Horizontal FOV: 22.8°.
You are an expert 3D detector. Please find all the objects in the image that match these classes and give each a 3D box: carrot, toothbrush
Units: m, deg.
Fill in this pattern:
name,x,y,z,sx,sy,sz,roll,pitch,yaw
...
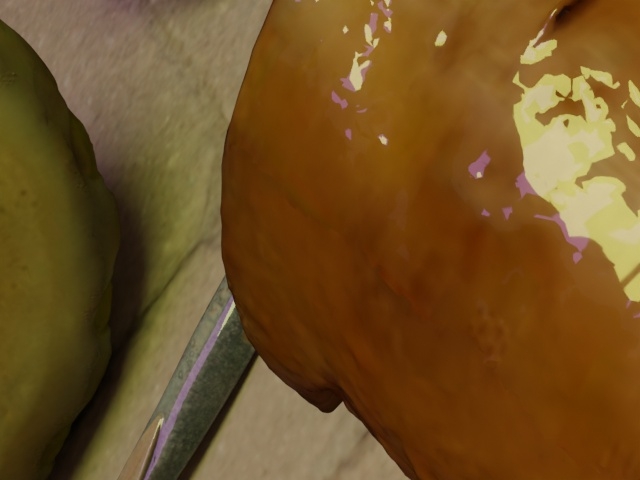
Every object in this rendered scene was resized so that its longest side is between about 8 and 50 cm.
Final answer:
name,x,y,z,sx,sy,sz,roll,pitch,yaw
carrot,0.105,0.030,0.350,0.196,0.196,0.254,-54,37,11
toothbrush,-0.083,0.121,0.657,0.028,0.037,0.375,25,85,51

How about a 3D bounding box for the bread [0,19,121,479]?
name,x,y,z,sx,sy,sz,roll,pitch,yaw
bread,-0.251,0.031,0.706,0.333,0.333,0.160,-63,21,0
